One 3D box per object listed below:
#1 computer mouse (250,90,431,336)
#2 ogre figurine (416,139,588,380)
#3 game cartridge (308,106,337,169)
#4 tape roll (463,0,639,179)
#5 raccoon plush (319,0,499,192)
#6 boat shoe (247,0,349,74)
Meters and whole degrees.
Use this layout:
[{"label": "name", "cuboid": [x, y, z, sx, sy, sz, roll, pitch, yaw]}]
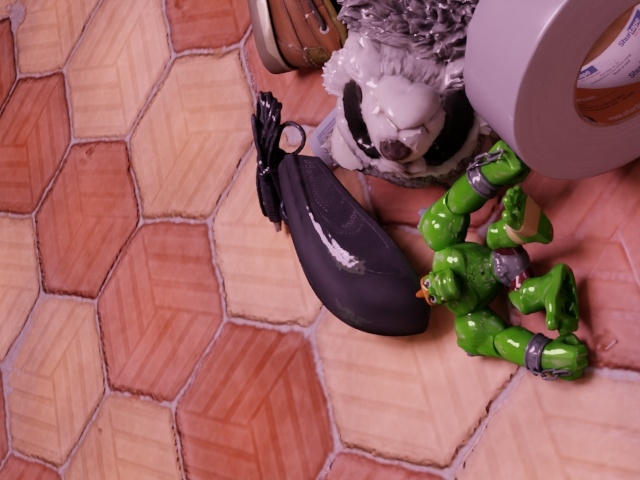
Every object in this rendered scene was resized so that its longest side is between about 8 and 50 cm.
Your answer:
[{"label": "computer mouse", "cuboid": [0.000, 0.000, 0.985, 0.072, 0.188, 0.272, -31, 58, -16]}, {"label": "ogre figurine", "cuboid": [0.149, 0.028, 0.870, 0.118, 0.097, 0.197, -20, 107, 44]}, {"label": "game cartridge", "cuboid": [0.024, -0.116, 1.086, 0.083, 0.017, 0.056, -45, 48, 25]}, {"label": "tape roll", "cuboid": [0.217, -0.153, 0.769, 0.219, 0.219, 0.072, -51, 48, 20]}, {"label": "raccoon plush", "cuboid": [0.151, -0.241, 0.933, 0.216, 0.299, 0.446, 27, 53, 25]}, {"label": "boat shoe", "cuboid": [-0.031, -0.338, 1.093, 0.104, 0.111, 0.307, -7, 106, 24]}]
